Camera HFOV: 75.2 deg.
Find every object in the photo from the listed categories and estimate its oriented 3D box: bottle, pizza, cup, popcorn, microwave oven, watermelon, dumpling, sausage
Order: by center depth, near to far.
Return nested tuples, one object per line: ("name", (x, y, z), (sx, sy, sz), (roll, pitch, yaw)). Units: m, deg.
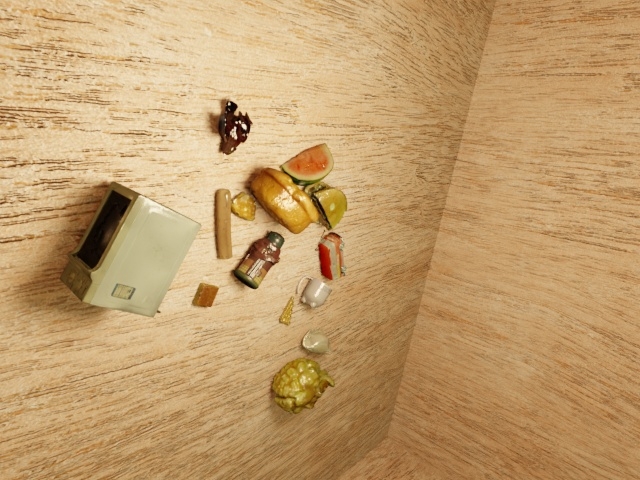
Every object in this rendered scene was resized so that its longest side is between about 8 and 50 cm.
("microwave oven", (-0.613, 0.030, 1.351), (0.286, 0.218, 0.355), (32, 82, -53))
("sausage", (-0.392, -0.063, 1.698), (0.065, 0.065, 0.301), (-20, 121, -44))
("pizza", (-0.325, -0.144, 1.759), (0.099, 0.035, 0.160), (-60, 142, -9))
("bottle", (-0.257, 0.084, 1.868), (0.271, 0.143, 0.156), (-54, 141, -19))
("watermelon", (-0.050, -0.327, 1.971), (0.303, 0.159, 0.128), (-36, 171, -33))
("cup", (-0.037, 0.283, 2.238), (0.142, 0.134, 0.173), (-56, 142, -11))
("popcorn", (-0.106, 0.796, 2.320), (0.279, 0.274, 0.335), (51, 55, -18))
("dumpling", (-0.019, 0.582, 2.430), (0.229, 0.124, 0.151), (25, 50, -45))

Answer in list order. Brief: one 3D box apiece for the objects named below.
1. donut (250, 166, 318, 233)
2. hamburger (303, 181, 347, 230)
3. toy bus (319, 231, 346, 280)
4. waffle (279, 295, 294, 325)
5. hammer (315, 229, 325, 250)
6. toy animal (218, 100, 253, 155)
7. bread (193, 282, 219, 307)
("donut", (-0.155, -0.166, 1.764), (0.317, 0.299, 0.150), (45, 82, -17))
("hamburger", (0.034, -0.187, 2.059), (0.192, 0.167, 0.288), (-48, 138, -22))
("toy bus", (0.062, 0.090, 2.269), (0.119, 0.121, 0.265), (-30, 130, -33))
("waffle", (-0.161, 0.376, 2.224), (0.097, 0.023, 0.153), (38, 77, -53))
("hammer", (0.000, 0.000, 2.239), (0.029, 0.014, 0.123), (28, 84, -63))
("toy animal", (-0.341, -0.421, 1.580), (0.179, 0.116, 0.218), (-51, 178, 23))
("bread", (-0.483, 0.232, 1.755), (0.090, 0.035, 0.094), (24, 88, -53))
